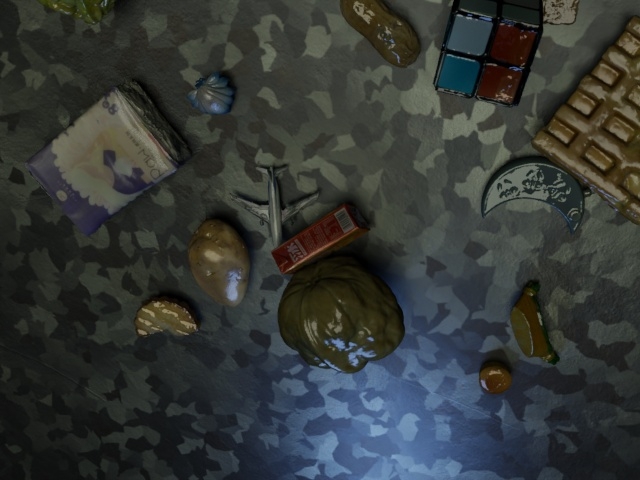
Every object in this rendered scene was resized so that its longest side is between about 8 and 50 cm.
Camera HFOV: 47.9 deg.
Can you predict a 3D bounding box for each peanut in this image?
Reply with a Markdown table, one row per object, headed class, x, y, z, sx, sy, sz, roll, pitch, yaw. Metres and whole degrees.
| class | x | y | z | sx | sy | sz | roll | pitch | yaw |
| --- | --- | --- | --- | --- | --- | --- | --- | --- | --- |
| peanut | 0.129 | -0.457 | 1.533 | 0.214 | 0.099 | 0.099 | 45 | 114 | -2 |

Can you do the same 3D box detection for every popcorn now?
| class | x | y | z | sx | sy | sz | roll | pitch | yaw |
| --- | --- | --- | --- | --- | --- | --- | --- | --- | --- |
| popcorn | -0.530 | -0.591 | 1.557 | 0.256 | 0.195 | 0.255 | -3 | 108 | 33 |

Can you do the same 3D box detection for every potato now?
| class | x | y | z | sx | sy | sz | roll | pitch | yaw |
| --- | --- | --- | --- | --- | --- | --- | --- | --- | --- |
| potato | -0.258 | 0.060 | 1.812 | 0.161 | 0.128 | 0.234 | 14 | 120 | 10 |

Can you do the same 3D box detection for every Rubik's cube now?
| class | x | y | z | sx | sy | sz | roll | pitch | yaw |
| --- | --- | --- | --- | --- | --- | --- | --- | --- | --- |
| Rubik's cube | 0.336 | -0.396 | 1.449 | 0.180 | 0.167 | 0.183 | 13 | 128 | 7 |

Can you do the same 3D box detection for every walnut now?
| class | x | y | z | sx | sy | sz | roll | pitch | yaw |
| --- | --- | --- | --- | --- | --- | --- | --- | --- | --- |
| walnut | 0.046 | 0.179 | 1.724 | 0.282 | 0.253 | 0.277 | -38 | 123 | 14 |

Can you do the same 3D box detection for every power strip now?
| class | x | y | z | sx | sy | sz | roll | pitch | yaw |
| --- | --- | --- | --- | --- | --- | --- | --- | --- | --- |
| power strip | 0.496 | -0.103 | 1.623 | 0.253 | 0.054 | 0.167 | 9 | 115 | 9 |

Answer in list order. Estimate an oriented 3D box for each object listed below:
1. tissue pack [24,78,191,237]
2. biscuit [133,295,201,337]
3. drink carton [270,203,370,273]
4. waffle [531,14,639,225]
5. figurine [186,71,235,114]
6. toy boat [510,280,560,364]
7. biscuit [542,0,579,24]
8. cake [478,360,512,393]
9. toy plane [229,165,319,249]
| class | x | y | z | sx | sy | sz | roll | pitch | yaw |
| --- | --- | --- | --- | --- | --- | --- | --- | --- | --- |
| tissue pack | -0.514 | -0.198 | 1.755 | 0.344 | 0.125 | 0.242 | -32 | 103 | 22 |
| biscuit | -0.412 | 0.199 | 1.942 | 0.183 | 0.061 | 0.118 | 0 | 111 | 10 |
| drink carton | 0.000 | 0.000 | 1.730 | 0.223 | 0.096 | 0.071 | -32 | 77 | 16 |
| waffle | 0.653 | -0.242 | 1.466 | 0.304 | 0.077 | 0.348 | 38 | 107 | 11 |
| figurine | -0.245 | -0.333 | 1.677 | 0.114 | 0.079 | 0.114 | -14 | 137 | -13 |
| toy boat | 0.520 | 0.212 | 1.748 | 0.088 | 0.089 | 0.229 | -26 | 110 | -20 |
| biscuit | 0.413 | -0.510 | 1.479 | 0.231 | 0.025 | 0.131 | 6 | 115 | 11 |
| cake | 0.443 | 0.349 | 1.834 | 0.084 | 0.044 | 0.084 | 4 | 114 | 8 |
| toy plane | -0.111 | -0.078 | 1.760 | 0.226 | 0.058 | 0.226 | -1 | 116 | 11 |
